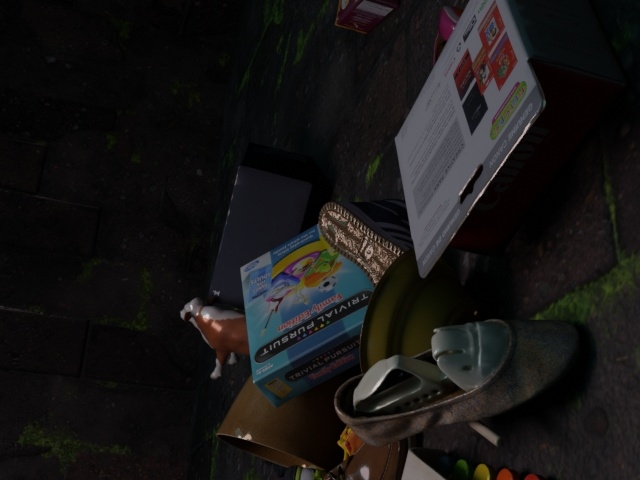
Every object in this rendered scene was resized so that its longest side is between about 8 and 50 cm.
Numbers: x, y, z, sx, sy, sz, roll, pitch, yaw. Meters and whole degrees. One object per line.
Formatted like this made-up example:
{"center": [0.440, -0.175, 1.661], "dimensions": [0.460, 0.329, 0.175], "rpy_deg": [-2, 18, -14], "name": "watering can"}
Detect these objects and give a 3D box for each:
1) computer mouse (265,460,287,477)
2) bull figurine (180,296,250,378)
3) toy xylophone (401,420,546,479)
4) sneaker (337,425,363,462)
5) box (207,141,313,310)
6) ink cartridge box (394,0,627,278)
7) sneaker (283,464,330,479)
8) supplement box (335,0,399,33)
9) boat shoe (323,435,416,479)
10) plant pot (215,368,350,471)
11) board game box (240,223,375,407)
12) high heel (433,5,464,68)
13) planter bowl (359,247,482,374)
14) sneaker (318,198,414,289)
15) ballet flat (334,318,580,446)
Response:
{"center": [-0.090, 0.473, 1.769], "dimensions": [0.242, 0.041, 0.071], "rpy_deg": [141, 118, -74], "name": "computer mouse"}
{"center": [-0.178, 0.227, 1.866], "dimensions": [0.101, 0.310, 0.188], "rpy_deg": [-70, -18, -56], "name": "bull figurine"}
{"center": [0.175, 0.317, 0.962], "dimensions": [0.323, 0.081, 0.236], "rpy_deg": [-141, 66, -72], "name": "toy xylophone"}
{"center": [0.067, 0.324, 1.355], "dimensions": [0.064, 0.067, 0.175], "rpy_deg": [-172, 94, -76], "name": "sneaker"}
{"center": [-0.143, -0.035, 1.998], "dimensions": [0.312, 0.179, 0.343], "rpy_deg": [-90, 14, -73], "name": "box"}
{"center": [0.220, -0.132, 1.002], "dimensions": [0.309, 0.130, 0.272], "rpy_deg": [117, 157, -46], "name": "ink cartridge box"}
{"center": [0.007, 0.463, 1.403], "dimensions": [0.234, 0.097, 0.084], "rpy_deg": [69, -161, -49], "name": "sneaker"}
{"center": [0.104, -0.527, 1.732], "dimensions": [0.188, 0.081, 0.104], "rpy_deg": [168, 111, -72], "name": "supplement box"}
{"center": [0.058, 0.399, 1.266], "dimensions": [0.110, 0.104, 0.307], "rpy_deg": [-110, 34, -61], "name": "boat shoe"}
{"center": [-0.041, 0.285, 1.516], "dimensions": [0.237, 0.237, 0.254], "rpy_deg": [-38, 30, 66], "name": "plant pot"}
{"center": [-0.011, 0.107, 1.466], "dimensions": [0.254, 0.079, 0.336], "rpy_deg": [-30, 32, 9], "name": "board game box"}
{"center": [0.191, -0.274, 1.174], "dimensions": [0.244, 0.082, 0.117], "rpy_deg": [-65, 0, -71], "name": "high heel"}
{"center": [0.152, 0.122, 1.067], "dimensions": [0.090, 0.217, 0.217], "rpy_deg": [13, 94, 38], "name": "planter bowl"}
{"center": [0.137, 0.024, 1.288], "dimensions": [0.282, 0.153, 0.099], "rpy_deg": [45, 127, 34], "name": "sneaker"}
{"center": [0.139, 0.157, 0.927], "dimensions": [0.316, 0.106, 0.107], "rpy_deg": [-33, 31, 31], "name": "ballet flat"}
